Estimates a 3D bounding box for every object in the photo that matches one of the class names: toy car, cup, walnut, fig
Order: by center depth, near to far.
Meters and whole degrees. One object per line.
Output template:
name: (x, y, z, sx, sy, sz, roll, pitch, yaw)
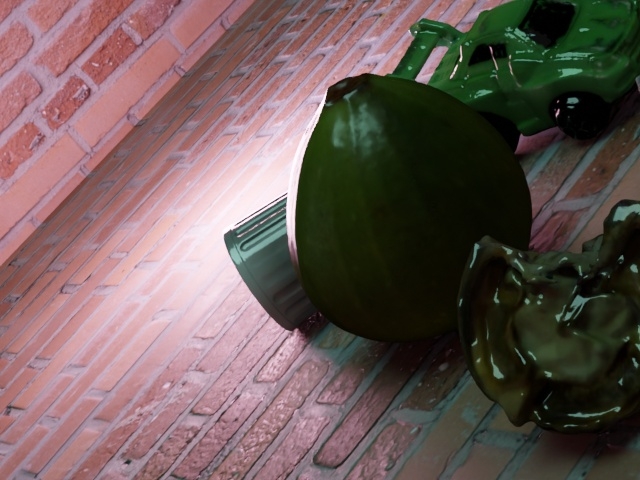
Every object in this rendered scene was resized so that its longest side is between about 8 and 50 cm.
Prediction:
walnut: (0.257, 0.078, 1.342, 0.238, 0.204, 0.141, -15, -11, 30)
fig: (0.088, -0.049, 1.643, 0.316, 0.316, 0.316, -34, 22, 16)
toy car: (0.268, -0.235, 1.895, 0.358, 0.176, 0.213, -14, 35, 48)
cup: (-0.008, -0.010, 1.938, 0.202, 0.167, 0.221, -34, 24, 9)

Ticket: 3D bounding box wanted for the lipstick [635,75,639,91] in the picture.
lipstick: (0.396, -0.065, 1.430, 0.076, 0.080, 0.371, -26, 30, 17)
